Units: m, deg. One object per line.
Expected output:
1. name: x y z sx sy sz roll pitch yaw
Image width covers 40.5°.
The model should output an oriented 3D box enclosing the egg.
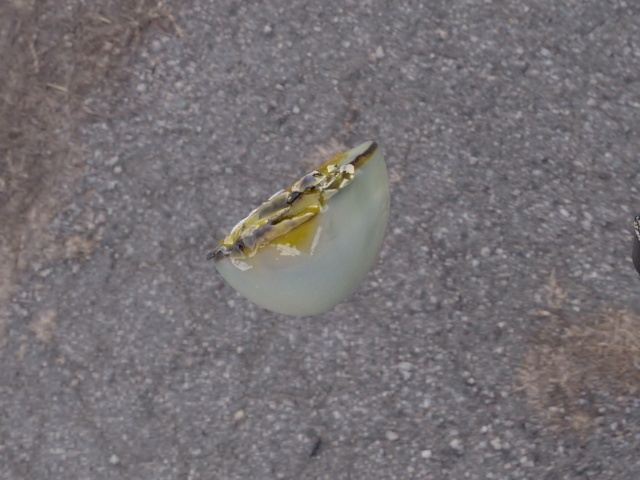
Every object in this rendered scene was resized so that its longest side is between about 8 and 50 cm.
1. egg: 0.002 -0.002 1.160 0.174 0.264 0.286 52 137 -5

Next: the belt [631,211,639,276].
1. belt: 0.505 0.018 1.144 0.198 0.151 0.078 38 150 44
